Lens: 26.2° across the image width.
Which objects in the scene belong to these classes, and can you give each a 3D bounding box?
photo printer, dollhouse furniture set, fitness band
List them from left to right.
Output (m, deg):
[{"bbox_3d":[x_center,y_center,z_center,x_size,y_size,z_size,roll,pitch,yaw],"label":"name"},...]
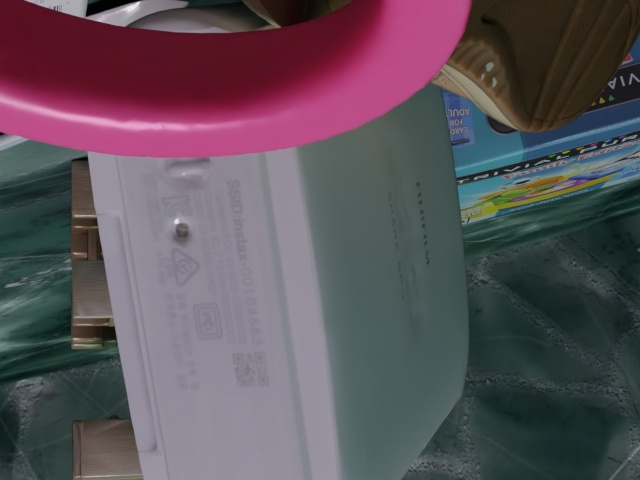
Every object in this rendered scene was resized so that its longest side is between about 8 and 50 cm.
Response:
[{"bbox_3d":[-0.086,-0.100,0.361,0.209,0.054,0.291,-20,147,38],"label":"fitness band"},{"bbox_3d":[-0.118,0.067,1.105,0.161,0.242,0.212,0,169,-10],"label":"dollhouse furniture set"},{"bbox_3d":[0.000,0.000,0.725,0.107,0.256,0.307,-5,-171,19],"label":"photo printer"}]

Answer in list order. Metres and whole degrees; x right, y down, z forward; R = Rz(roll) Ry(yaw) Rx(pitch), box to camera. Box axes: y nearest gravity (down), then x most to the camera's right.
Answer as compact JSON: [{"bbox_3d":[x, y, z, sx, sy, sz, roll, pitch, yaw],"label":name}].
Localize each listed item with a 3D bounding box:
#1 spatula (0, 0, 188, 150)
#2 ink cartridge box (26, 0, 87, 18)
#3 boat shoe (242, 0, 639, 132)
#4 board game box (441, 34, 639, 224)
[{"bbox_3d":[-0.159,-0.089,0.811,0.242,0.019,0.168,-17,177,22],"label":"spatula"},{"bbox_3d":[-0.160,-0.097,0.562,0.115,0.067,0.198,-13,170,-16],"label":"ink cartridge box"},{"bbox_3d":[0.054,-0.132,0.606,0.341,0.110,0.121,7,114,-59],"label":"boat shoe"},{"bbox_3d":[0.204,-0.093,1.203,0.254,0.079,0.336,-15,172,1],"label":"board game box"}]
